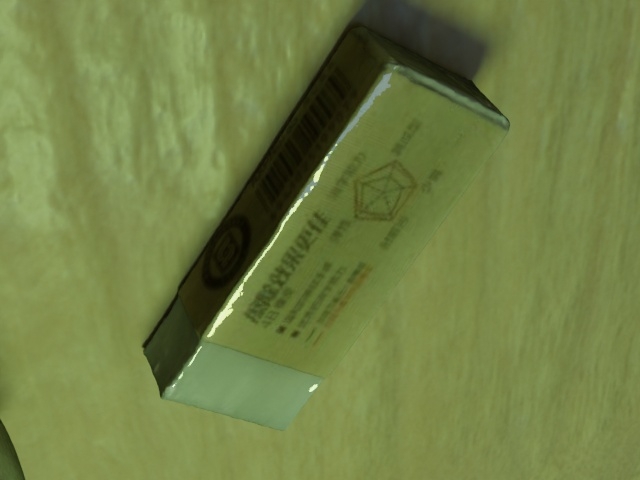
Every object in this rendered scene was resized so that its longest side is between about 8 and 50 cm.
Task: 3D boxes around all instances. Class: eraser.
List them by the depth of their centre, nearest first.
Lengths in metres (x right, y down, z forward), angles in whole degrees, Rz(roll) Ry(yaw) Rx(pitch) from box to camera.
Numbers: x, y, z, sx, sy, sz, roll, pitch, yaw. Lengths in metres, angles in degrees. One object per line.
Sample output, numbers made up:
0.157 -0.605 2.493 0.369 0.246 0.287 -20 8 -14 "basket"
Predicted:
0.000 0.000 1.133 0.144 0.078 0.343 22 112 -36 "eraser"

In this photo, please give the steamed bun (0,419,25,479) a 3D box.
-0.323 0.149 1.017 0.146 0.164 0.241 -31 150 -4 "steamed bun"
